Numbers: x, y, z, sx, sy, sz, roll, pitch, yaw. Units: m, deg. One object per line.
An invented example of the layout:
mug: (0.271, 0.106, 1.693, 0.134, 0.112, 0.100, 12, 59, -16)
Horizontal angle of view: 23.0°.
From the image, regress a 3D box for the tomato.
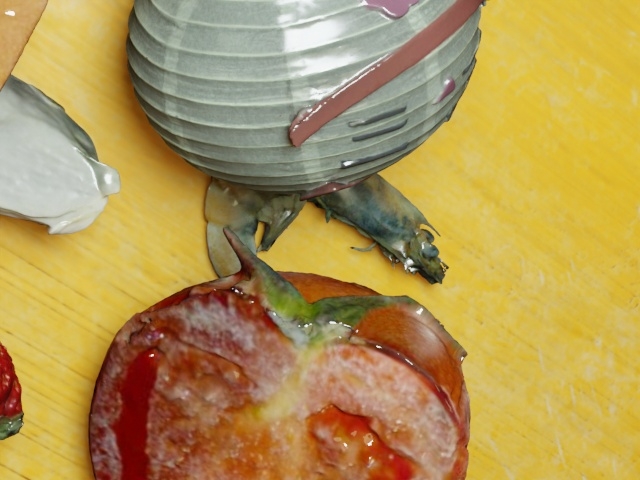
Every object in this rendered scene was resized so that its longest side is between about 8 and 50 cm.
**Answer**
tomato: (-0.017, 0.140, 1.234, 0.309, 0.170, 0.309, 8, 114, 20)

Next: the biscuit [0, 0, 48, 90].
biscuit: (-0.280, -0.226, 1.057, 0.284, 0.043, 0.306, -21, 84, -28)

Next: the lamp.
lamp: (-0.007, -0.145, 1.148, 0.265, 0.233, 0.233, -37, 113, -25)

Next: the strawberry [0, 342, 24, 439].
strawberry: (-0.290, 0.105, 1.154, 0.131, 0.131, 0.148, -43, 106, -6)

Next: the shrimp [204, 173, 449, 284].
shrimp: (0.000, 0.000, 1.281, 0.217, 0.051, 0.150, 33, 96, -19)

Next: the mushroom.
mushroom: (-0.302, -0.114, 1.106, 0.351, 0.109, 0.097, 35, 108, -23)
